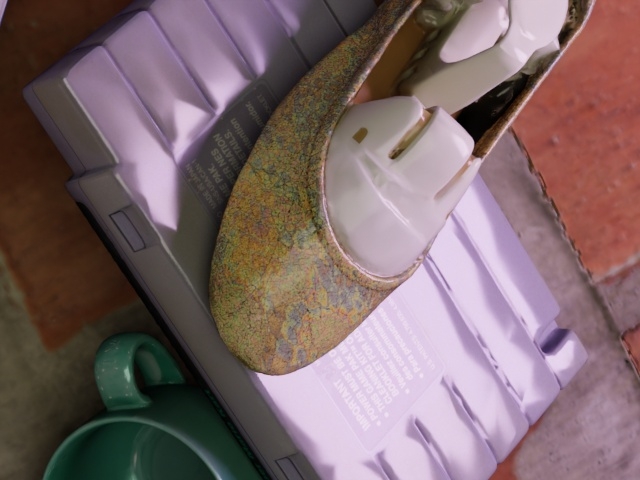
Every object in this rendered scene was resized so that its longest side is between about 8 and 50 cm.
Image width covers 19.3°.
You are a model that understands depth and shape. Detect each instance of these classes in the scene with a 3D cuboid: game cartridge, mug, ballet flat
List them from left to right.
[{"bbox_3d":[-0.085,0.139,1.113,0.129,0.097,0.158,26,111,13],"label":"mug"},{"bbox_3d":[0.000,0.000,1.098,0.230,0.068,0.355,-42,109,-31],"label":"game cartridge"},{"bbox_3d":[0.058,-0.073,1.048,0.123,0.123,0.348,45,58,-17],"label":"ballet flat"}]

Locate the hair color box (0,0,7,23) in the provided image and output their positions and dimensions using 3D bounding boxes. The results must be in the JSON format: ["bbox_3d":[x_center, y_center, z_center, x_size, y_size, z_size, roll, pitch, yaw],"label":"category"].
[{"bbox_3d":[-0.274,-0.103,1.032,0.173,0.105,0.347,17,95,-16],"label":"hair color box"}]
